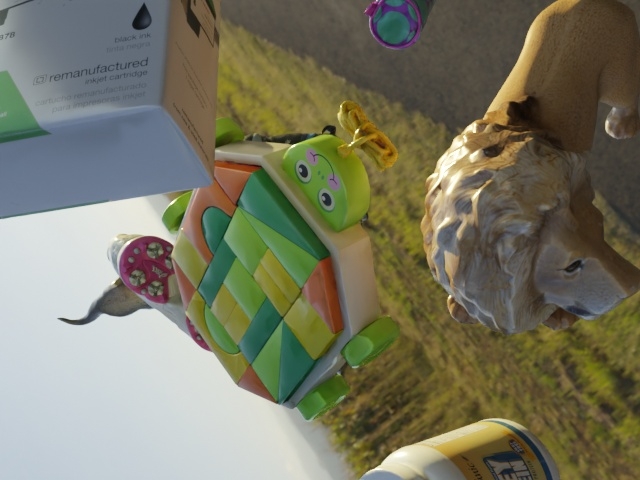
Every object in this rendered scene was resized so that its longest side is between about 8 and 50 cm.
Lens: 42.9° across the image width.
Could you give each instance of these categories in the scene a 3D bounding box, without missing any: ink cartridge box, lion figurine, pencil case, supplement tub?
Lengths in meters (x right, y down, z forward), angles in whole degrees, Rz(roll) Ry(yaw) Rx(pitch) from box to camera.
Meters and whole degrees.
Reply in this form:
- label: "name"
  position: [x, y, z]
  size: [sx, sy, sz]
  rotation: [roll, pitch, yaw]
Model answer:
- label: "ink cartridge box"
  position: [-0.158, -0.137, 0.561]
  size: [0.092, 0.160, 0.219]
  rotation: [65, -161, -58]
- label: "lion figurine"
  position: [0.171, -0.080, 0.610]
  size: [0.142, 0.392, 0.240]
  rotation: [7, 144, 19]
- label: "pencil case"
  position: [0.100, -0.287, 0.982]
  size: [0.070, 0.064, 0.151]
  rotation: [33, -145, -8]
- label: "supplement tub"
  position: [0.148, 0.282, 0.878]
  size: [0.144, 0.200, 0.144]
  rotation: [9, 102, 49]

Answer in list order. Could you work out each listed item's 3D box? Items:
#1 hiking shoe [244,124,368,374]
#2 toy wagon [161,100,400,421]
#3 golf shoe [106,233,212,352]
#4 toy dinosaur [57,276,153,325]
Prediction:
- label: "hiking shoe"
  position: [0.000, 0.000, 0.922]
  size: [0.113, 0.132, 0.303]
  rotation: [105, 150, -68]
- label: "toy wagon"
  position: [-0.039, 0.010, 0.758]
  size: [0.267, 0.068, 0.344]
  rotation: [51, 142, 16]
- label: "golf shoe"
  position: [-0.238, 0.083, 1.375]
  size: [0.140, 0.115, 0.306]
  rotation: [20, 157, 50]
- label: "toy dinosaur"
  position: [-0.332, 0.092, 1.495]
  size: [0.160, 0.314, 0.120]
  rotation: [-154, 60, -82]
